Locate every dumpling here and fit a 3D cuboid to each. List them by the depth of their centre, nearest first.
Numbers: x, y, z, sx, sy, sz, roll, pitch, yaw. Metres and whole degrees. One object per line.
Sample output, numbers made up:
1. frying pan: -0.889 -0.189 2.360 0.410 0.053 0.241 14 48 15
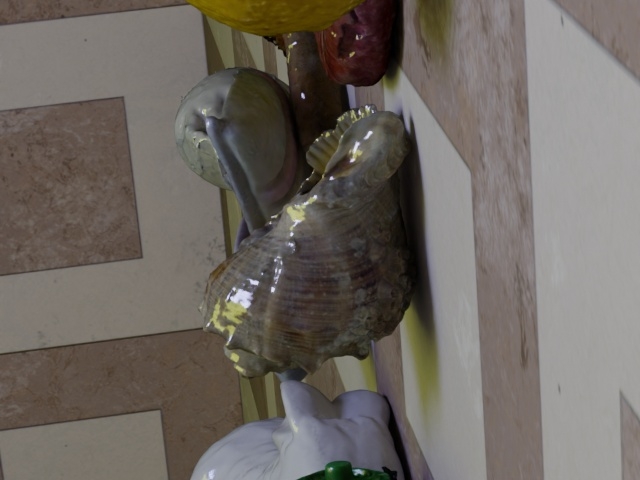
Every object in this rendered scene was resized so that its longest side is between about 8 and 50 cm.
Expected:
1. dumpling: -0.069 -0.107 2.156 0.172 0.142 0.247 52 -160 -19

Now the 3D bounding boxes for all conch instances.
1. conch: 0.000 0.000 1.511 0.245 0.163 0.178 -62 38 22

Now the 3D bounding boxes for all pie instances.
1. pie: 0.017 -0.219 1.517 0.219 0.054 0.204 138 125 -83

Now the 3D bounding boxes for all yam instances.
1. yam: -0.011 -0.188 1.825 0.057 0.057 0.241 98 164 -68

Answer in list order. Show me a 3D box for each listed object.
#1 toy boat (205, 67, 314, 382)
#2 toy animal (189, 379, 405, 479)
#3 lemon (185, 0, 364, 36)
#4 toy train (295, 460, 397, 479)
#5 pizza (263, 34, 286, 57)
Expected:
1. toy boat: -0.036 -0.042 1.867 0.276 0.111 0.293 -82 -13 -61
2. toy animal: -0.008 0.237 1.838 0.357 0.194 0.257 137 152 -63
3. lemon: -0.027 -0.236 1.272 0.231 0.192 0.192 92 169 -45
4. toy train: -0.007 0.260 1.525 0.266 0.202 0.145 -169 73 -69
5. pizza: -0.037 -0.235 1.915 0.131 0.041 0.178 68 -157 -8
